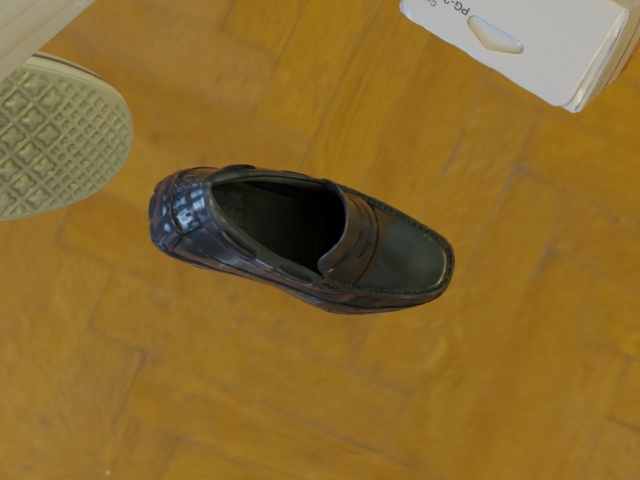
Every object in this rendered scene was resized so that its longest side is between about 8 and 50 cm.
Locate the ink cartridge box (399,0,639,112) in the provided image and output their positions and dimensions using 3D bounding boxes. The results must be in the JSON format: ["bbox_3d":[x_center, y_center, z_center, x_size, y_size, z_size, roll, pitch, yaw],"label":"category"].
[{"bbox_3d":[0.118,-0.131,1.064,0.109,0.150,0.063,31,110,9],"label":"ink cartridge box"}]

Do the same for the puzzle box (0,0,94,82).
[{"bbox_3d":[-0.218,-0.184,0.899,0.052,0.272,0.409,29,36,-38],"label":"puzzle box"}]

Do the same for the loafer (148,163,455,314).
[{"bbox_3d":[0.000,0.000,1.244,0.223,0.078,0.076,13,71,-33],"label":"loafer"}]

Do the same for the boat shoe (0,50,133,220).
[{"bbox_3d":[-0.419,-0.125,1.880,0.500,0.156,0.187,0,119,-26],"label":"boat shoe"}]
